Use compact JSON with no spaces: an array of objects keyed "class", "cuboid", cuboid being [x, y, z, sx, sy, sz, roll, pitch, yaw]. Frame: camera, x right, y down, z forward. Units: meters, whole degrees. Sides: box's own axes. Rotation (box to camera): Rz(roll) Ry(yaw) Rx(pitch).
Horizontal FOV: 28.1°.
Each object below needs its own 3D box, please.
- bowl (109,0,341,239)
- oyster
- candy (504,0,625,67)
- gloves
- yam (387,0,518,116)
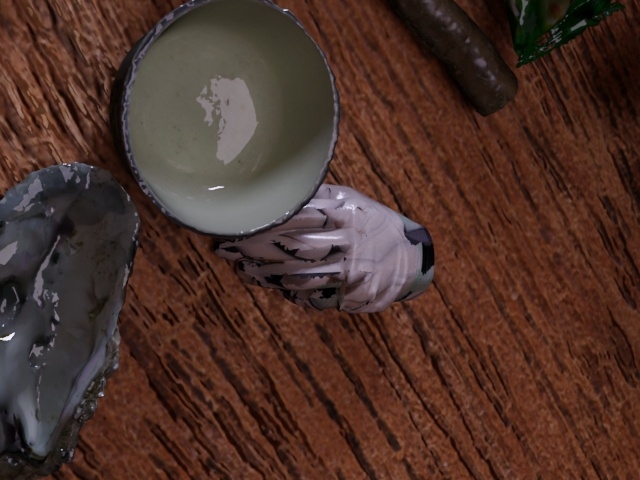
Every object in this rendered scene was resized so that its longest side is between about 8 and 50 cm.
[{"class":"bowl","cuboid":[-0.099,-0.111,1.138,0.211,0.112,0.211,-4,98,-31]},{"class":"oyster","cuboid":[-0.227,0.070,1.102,0.199,0.087,0.252,-23,101,-16]},{"class":"candy","cuboid":[0.209,-0.293,1.316,0.141,0.078,0.203,-33,100,-34]},{"class":"gloves","cuboid":[0.005,0.004,1.221,0.212,0.111,0.127,8,98,-39]},{"class":"yam","cuboid":[0.102,-0.233,1.270,0.274,0.061,0.061,45,74,-27]}]
